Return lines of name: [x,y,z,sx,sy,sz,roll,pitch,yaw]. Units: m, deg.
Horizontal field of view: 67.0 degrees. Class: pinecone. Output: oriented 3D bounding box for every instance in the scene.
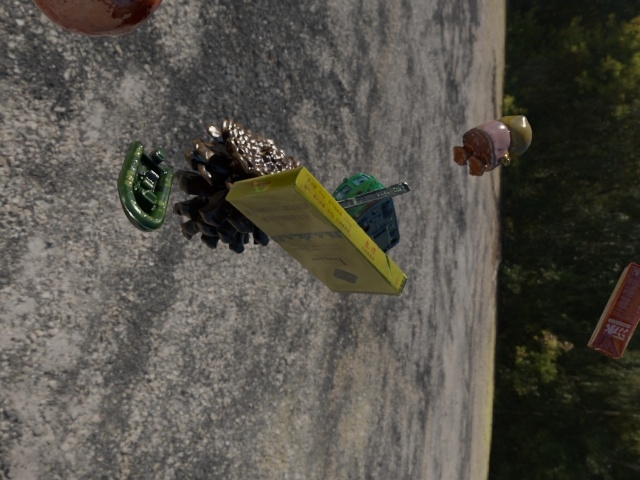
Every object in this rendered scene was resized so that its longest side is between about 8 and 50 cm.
pinecone: [-0.232,-0.114,1.311,0.384,0.383,0.385,0,90,-66]

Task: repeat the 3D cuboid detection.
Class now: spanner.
spanner: [0.102,-0.105,1.339,0.026,0.325,0.093,123,-51,-75]

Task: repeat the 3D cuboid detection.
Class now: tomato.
tomato: [-0.366,-0.438,0.800,0.232,0.231,0.189,-44,127,-58]

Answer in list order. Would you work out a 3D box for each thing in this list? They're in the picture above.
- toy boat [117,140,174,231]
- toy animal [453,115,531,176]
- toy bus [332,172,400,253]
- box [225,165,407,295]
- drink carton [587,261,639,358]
toy boat: [-0.303,-0.092,0.840,0.104,0.052,0.210,50,21,-39]
toy animal: [0.589,-0.327,1.608,0.281,0.195,0.169,-18,138,-26]
toy bus: [0.165,-0.088,1.772,0.183,0.199,0.344,-35,147,-8]
box: [-0.001,0.000,0.743,0.279,0.152,0.041,43,58,-35]
drink carton: [0.738,0.173,1.180,0.223,0.070,0.096,-63,154,0]
